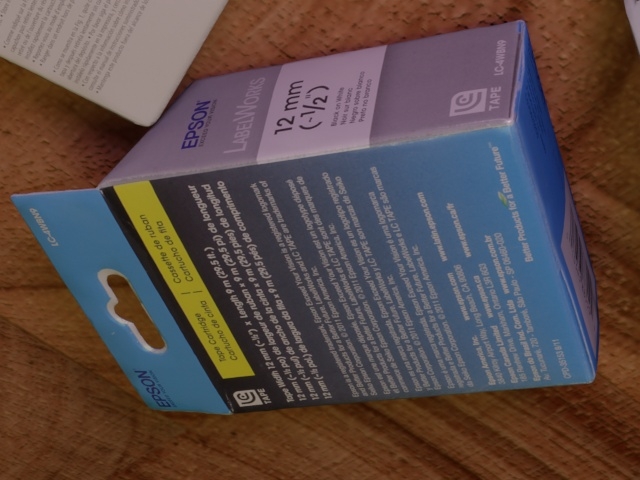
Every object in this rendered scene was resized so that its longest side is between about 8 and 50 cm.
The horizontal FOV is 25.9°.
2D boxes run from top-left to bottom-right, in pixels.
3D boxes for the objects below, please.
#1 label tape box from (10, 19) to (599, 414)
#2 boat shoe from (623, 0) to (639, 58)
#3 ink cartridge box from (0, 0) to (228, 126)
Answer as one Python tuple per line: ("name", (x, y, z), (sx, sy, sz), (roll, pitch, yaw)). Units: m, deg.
("label tape box", (0.000, 0.000, 0.978), (0.347, 0.115, 0.249), (-6, 134, 21))
("boat shoe", (0.290, -0.045, 0.864), (0.119, 0.121, 0.335), (-11, 130, 27))
("ink cartridge box", (-0.153, -0.228, 0.801), (0.261, 0.066, 0.296), (25, 134, -15))
